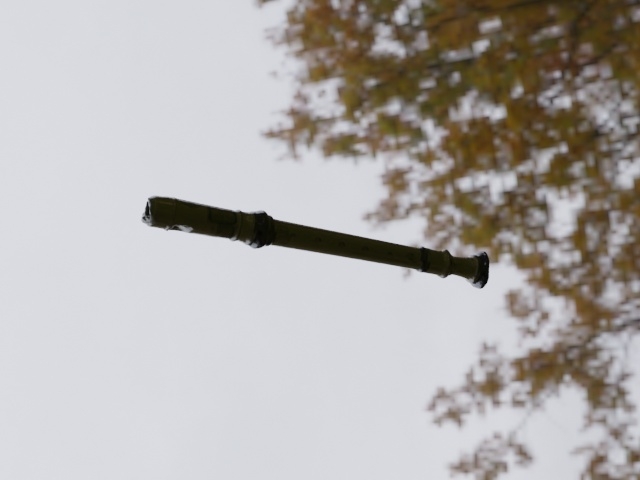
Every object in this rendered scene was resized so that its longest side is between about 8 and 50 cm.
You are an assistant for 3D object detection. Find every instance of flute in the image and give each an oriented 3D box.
[{"bbox_3d":[0.000,0.000,1.002,0.233,0.027,0.027,11,-106,-22],"label":"flute"}]
